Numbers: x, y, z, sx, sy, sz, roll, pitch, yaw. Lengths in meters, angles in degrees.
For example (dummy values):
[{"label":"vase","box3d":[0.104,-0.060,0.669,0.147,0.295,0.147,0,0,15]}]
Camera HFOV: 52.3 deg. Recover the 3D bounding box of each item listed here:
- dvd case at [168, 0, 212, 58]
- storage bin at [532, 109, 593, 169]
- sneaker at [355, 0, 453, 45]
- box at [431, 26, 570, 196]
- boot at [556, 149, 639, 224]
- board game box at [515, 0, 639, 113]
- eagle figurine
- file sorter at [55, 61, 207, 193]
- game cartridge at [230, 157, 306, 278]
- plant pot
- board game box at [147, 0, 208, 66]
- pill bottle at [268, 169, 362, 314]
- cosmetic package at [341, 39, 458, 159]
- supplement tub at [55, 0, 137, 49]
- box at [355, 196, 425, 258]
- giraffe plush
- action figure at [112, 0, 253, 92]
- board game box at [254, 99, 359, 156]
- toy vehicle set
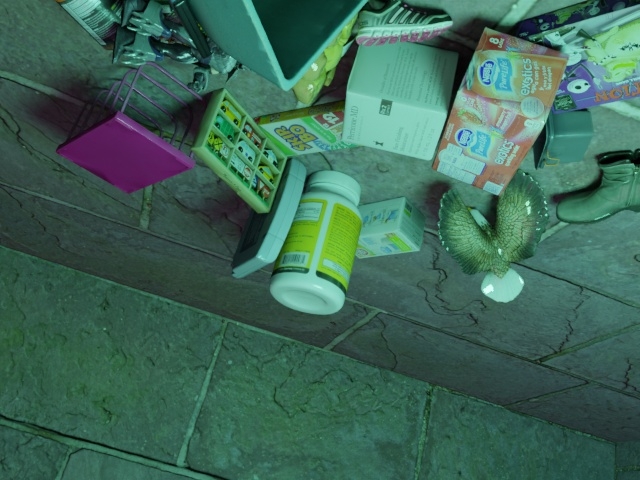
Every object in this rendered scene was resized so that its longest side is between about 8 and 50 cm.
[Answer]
[{"label":"dvd case","box3d":[-0.257,-0.425,1.025,0.022,0.253,0.180,-31,171,-2]},{"label":"storage bin","box3d":[0.473,-0.196,1.271,0.091,0.098,0.135,-1,157,9]},{"label":"sneaker","box3d":[0.141,-0.380,1.111,0.170,0.075,0.063,-7,180,-2]},{"label":"box","box3d":[0.313,-0.221,1.183,0.154,0.142,0.300,22,163,9]},{"label":"boot","box3d":[0.610,-0.123,1.380,0.246,0.083,0.161,-10,138,31]},{"label":"board game box","box3d":[0.522,-0.318,1.058,0.347,0.056,0.208,-7,151,37]},{"label":"eagle figurine","box3d":[0.409,-0.013,1.565,0.225,0.226,0.298,27,165,23]},{"label":"file sorter","box3d":[-0.427,-0.260,1.506,0.290,0.182,0.202,-12,145,44]},{"label":"game cartridge","box3d":[-0.126,-0.056,1.625,0.060,0.294,0.196,27,152,-19]},{"label":"plant pot","box3d":[-0.104,-0.422,0.957,0.252,0.248,0.247,29,163,29]},{"label":"board game box","box3d":[-0.262,-0.439,1.241,0.136,0.030,0.259,23,153,-13]},{"label":"pill bottle","box3d":[0.000,0.000,1.626,0.188,0.334,0.188,12,154,6]},{"label":"cosmetic package","box3d":[0.145,-0.269,1.225,0.183,0.151,0.151,13,153,4]},{"label":"supplement tub","box3d":[-0.430,-0.456,1.207,0.106,0.106,0.198,-3,148,32]},{"label":"box","box3d":[0.162,-0.031,1.743,0.203,0.103,0.114,-9,145,39]},{"label":"giraffe plush","box3d":[-0.043,-0.366,1.143,0.170,0.210,0.181,30,117,3]},{"label":"action figure","box3d":[-0.240,-0.362,1.237,0.285,0.099,0.185,10,144,-24]},{"label":"board game box","box3d":[-0.023,-0.251,1.487,0.259,0.039,0.124,-1,149,34]},{"label":"toy vehicle set","box3d":[-0.181,-0.201,1.511,0.035,0.166,0.267,-3,149,33]}]
